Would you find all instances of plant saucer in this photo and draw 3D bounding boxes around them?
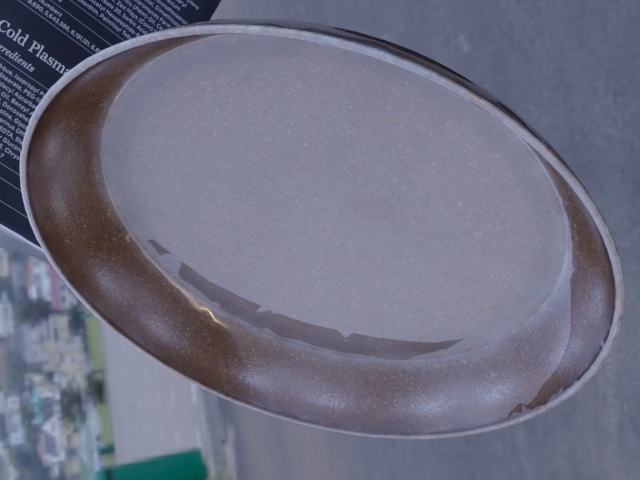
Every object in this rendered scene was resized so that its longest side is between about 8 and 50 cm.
[{"bbox_3d":[0.000,0.000,0.579,0.310,0.311,0.050,102,-173,-52],"label":"plant saucer"}]

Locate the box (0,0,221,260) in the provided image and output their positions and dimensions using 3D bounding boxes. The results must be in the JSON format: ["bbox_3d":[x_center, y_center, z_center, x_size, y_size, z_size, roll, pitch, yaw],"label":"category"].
[{"bbox_3d":[-0.291,-0.166,1.055,0.343,0.179,0.312,9,68,55],"label":"box"}]
